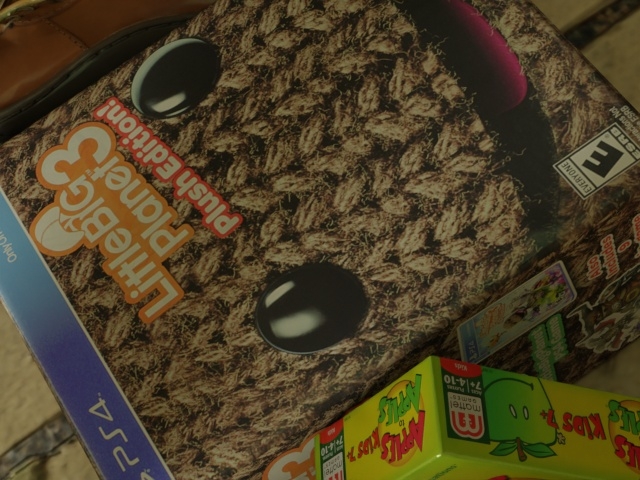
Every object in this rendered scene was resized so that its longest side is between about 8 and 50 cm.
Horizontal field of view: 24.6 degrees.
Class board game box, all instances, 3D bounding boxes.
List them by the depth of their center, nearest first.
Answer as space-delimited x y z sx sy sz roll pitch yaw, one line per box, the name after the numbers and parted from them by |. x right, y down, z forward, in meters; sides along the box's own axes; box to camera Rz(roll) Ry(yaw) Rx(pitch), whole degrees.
0.099 0.100 0.627 0.092 0.181 0.043 -41 44 48 | board game box
0.000 0.000 0.743 0.291 0.141 0.232 -35 58 -4 | board game box

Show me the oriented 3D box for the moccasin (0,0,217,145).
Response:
-0.145 -0.097 0.845 0.380 0.139 0.147 -36 52 -1 | moccasin
